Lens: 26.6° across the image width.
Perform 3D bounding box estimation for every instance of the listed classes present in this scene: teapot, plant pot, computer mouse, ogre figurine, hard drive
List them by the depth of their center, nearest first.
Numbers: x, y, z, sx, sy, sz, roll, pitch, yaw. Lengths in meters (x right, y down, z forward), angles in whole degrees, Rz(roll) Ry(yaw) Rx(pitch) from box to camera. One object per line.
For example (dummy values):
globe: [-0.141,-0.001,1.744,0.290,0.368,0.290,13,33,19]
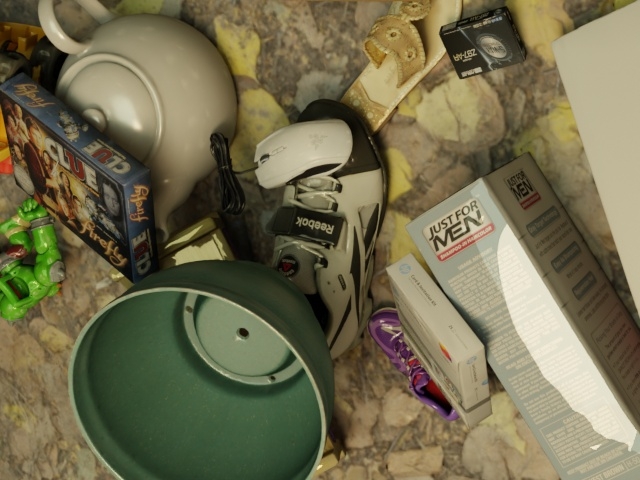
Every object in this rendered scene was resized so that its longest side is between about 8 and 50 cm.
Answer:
hard drive: [0.401,-0.098,1.422,0.233,0.047,0.353,-24,70,26]
plant pot: [-0.109,0.140,1.528,0.293,0.196,0.293,7,117,14]
computer mouse: [-0.051,-0.100,1.591,0.193,0.042,0.106,-17,69,30]
teapot: [-0.240,-0.166,1.682,0.256,0.187,0.253,23,110,18]
ogre figurine: [-0.415,0.037,1.858,0.197,0.097,0.118,-34,75,15]

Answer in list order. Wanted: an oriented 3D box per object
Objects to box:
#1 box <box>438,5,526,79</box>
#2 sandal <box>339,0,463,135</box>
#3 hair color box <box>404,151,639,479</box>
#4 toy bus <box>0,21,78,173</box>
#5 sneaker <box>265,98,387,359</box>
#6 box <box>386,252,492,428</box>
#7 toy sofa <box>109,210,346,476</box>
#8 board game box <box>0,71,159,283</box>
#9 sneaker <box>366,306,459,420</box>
box: [0.187,-0.227,1.558,0.083,0.018,0.067,-13,122,25]
sandal: [0.084,-0.214,1.587,0.088,0.079,0.240,38,114,12]
hair color box: [0.264,0.097,1.520,0.113,0.185,0.374,-32,88,27]
toy bus: [-0.428,-0.169,1.752,0.149,0.220,0.211,17,114,16]
sneaker: [0.000,0.000,1.626,0.122,0.146,0.331,6,107,26]
box: [0.136,0.116,1.536,0.038,0.186,0.145,-32,59,-7]
toy sofa: [-0.114,0.152,1.739,0.150,0.177,0.363,-28,89,3]
board game box: [-0.291,-0.076,1.629,0.243,0.042,0.165,36,144,30]
sneaker: [0.123,0.150,1.659,0.170,0.071,0.068,44,115,10]
